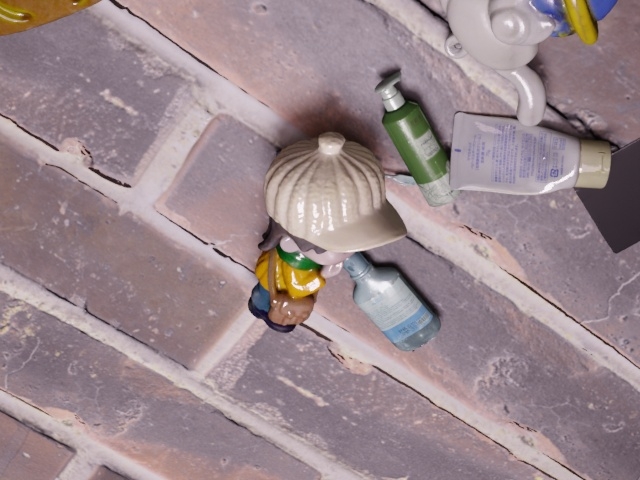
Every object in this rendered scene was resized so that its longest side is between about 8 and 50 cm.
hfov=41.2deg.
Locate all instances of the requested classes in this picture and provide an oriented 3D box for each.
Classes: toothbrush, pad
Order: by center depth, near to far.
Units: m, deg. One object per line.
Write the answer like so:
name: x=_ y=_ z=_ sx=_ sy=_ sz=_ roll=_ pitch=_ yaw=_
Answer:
pad: x=0.519 y=-0.093 z=1.284 sx=0.243 sy=0.004 sz=0.163 roll=-30 pitch=114 yaw=18
toothbrush: x=0.040 y=-0.109 z=1.289 sx=0.219 sy=0.019 sz=0.016 roll=10 pitch=85 yaw=-3

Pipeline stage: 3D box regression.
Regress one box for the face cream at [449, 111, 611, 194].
face cream: x=0.302 y=-0.121 z=1.241 sx=0.224 sy=0.070 sz=0.114 roll=5 pitch=85 yaw=2

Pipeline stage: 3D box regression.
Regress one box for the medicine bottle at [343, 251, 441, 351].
medicine bottle: x=0.105 y=0.091 z=1.382 sx=0.090 sy=0.054 sz=0.208 roll=-34 pitch=112 yaw=21

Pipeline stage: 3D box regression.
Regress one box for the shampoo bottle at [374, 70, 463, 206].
shampoo bottle: x=0.140 y=-0.147 z=1.240 sx=0.065 sy=0.065 sz=0.204 roll=-26 pitch=116 yaw=16

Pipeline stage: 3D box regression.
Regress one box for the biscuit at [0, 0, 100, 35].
biscuit: x=-0.428 y=-0.441 z=1.088 sx=0.394 sy=0.070 sz=0.350 roll=-21 pitch=117 yaw=14

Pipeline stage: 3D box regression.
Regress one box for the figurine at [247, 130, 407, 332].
figurine: x=-0.027 y=-0.013 z=1.253 sx=0.204 sy=0.185 sz=0.332 roll=42 pitch=133 yaw=-6

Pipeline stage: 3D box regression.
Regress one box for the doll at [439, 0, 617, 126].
doll: x=0.278 y=-0.283 z=1.095 sx=0.242 sy=0.159 sz=0.311 roll=-19 pitch=119 yaw=12
